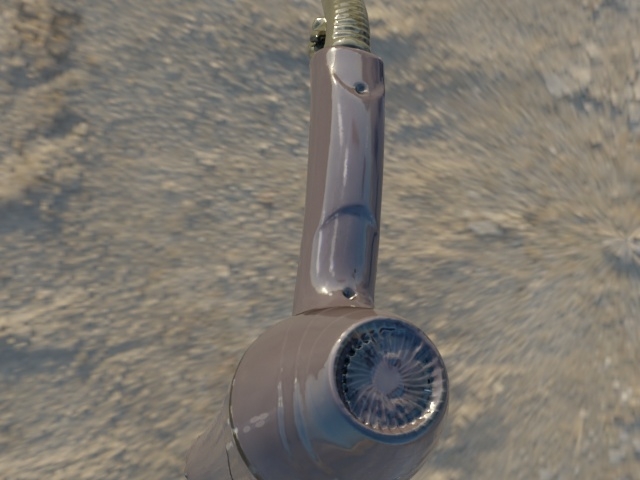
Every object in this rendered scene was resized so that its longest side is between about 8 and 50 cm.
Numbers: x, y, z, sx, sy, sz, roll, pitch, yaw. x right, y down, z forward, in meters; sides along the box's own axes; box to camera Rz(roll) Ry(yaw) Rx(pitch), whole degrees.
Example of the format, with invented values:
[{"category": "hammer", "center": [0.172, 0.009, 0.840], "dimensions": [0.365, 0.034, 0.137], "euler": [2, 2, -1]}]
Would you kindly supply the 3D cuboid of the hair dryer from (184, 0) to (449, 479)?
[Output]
[{"category": "hair dryer", "center": [0.000, 0.000, 1.144], "dimensions": [0.121, 0.301, 0.361], "euler": [12, 71, -17]}]
